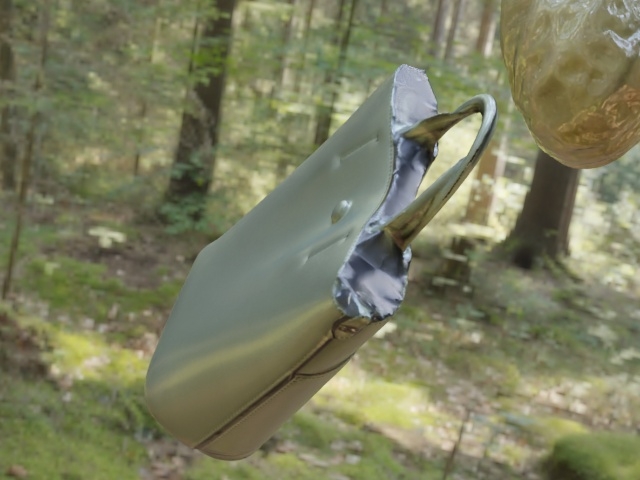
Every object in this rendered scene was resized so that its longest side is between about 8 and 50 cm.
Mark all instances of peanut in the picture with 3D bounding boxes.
[{"bbox_3d":[0.234,-0.211,0.974,0.152,0.313,0.152,19,-11,4],"label":"peanut"}]

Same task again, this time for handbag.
[{"bbox_3d":[0.000,0.000,0.794,0.109,0.315,0.241,28,45,-12],"label":"handbag"}]
